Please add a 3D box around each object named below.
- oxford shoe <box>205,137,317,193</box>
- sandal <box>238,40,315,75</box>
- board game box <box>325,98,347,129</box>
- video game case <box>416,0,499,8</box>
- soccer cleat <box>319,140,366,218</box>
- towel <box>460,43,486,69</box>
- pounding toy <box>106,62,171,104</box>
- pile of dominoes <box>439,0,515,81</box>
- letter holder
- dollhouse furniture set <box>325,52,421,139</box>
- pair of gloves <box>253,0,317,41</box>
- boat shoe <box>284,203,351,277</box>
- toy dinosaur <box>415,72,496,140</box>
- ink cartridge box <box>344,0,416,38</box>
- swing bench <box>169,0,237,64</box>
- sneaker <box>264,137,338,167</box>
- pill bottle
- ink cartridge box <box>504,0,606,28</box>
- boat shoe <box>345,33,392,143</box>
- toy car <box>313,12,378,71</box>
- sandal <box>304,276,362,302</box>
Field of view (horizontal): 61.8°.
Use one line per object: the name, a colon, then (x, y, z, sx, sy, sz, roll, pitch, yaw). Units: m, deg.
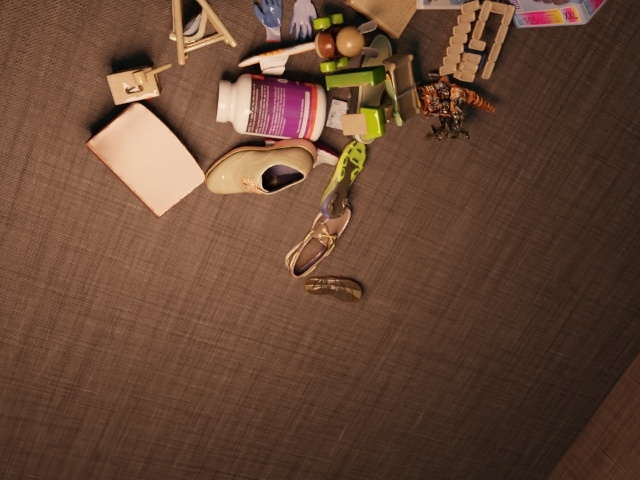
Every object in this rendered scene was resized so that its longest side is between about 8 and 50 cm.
oxford shoe: (-0.207, -0.210, 1.674, 0.397, 0.146, 0.140, -14, 128, 24)
sandal: (-0.118, -0.549, 1.641, 0.265, 0.102, 0.076, -16, 112, -8)
board game box: (0.070, -0.417, 1.782, 0.090, 0.020, 0.090, 11, 110, -16)
video game case: (0.425, -0.859, 1.609, 0.329, 0.036, 0.300, -14, 113, -29)
soccer cleat: (0.068, -0.212, 1.826, 0.093, 0.121, 0.289, 23, 85, -29)
towel: (0.493, -0.619, 1.790, 0.119, 0.029, 0.067, 15, 110, -17)
pounding toy: (-0.507, -0.447, 1.537, 0.181, 0.206, 0.094, -14, 115, -7)
pile of dominoes: (0.494, -0.645, 1.724, 0.196, 0.040, 0.251, 2, 121, -21)
letter holder: (-0.521, -0.262, 1.644, 0.214, 0.152, 0.302, -39, 115, 3)
dollhouse furniture set: (0.170, -0.443, 1.630, 0.151, 0.301, 0.197, 5, 119, 34)
pair of gloves: (-0.104, -0.688, 1.631, 0.198, 0.023, 0.159, -7, 112, -11)
boat shoe: (0.000, 0.000, 1.896, 0.116, 0.097, 0.324, 39, 99, -23)
toy dinosaur: (0.432, -0.448, 1.790, 0.322, 0.164, 0.218, 3, 96, 9)
ink cartridge box: (0.218, -0.773, 1.630, 0.193, 0.088, 0.234, 30, 102, -22)
swing bench: (-0.355, -0.640, 1.465, 0.165, 0.253, 0.254, -21, 115, -4)
sneaker: (-0.067, -0.274, 1.775, 0.252, 0.103, 0.111, 8, 114, -9)
pill bottle: (-0.153, -0.409, 1.646, 0.323, 0.181, 0.181, 5, 111, -15)
ink cartridge box: (0.643, -0.834, 1.567, 0.151, 0.270, 0.395, -49, 123, -9)
boat shoe: (0.141, -0.484, 1.718, 0.127, 0.113, 0.340, -1, 101, -39)
toy car: (0.091, -0.599, 1.602, 0.149, 0.188, 0.155, -39, 128, -46)
sandal: (0.048, 0.177, 2.007, 0.219, 0.060, 0.090, 6, 105, 0)
